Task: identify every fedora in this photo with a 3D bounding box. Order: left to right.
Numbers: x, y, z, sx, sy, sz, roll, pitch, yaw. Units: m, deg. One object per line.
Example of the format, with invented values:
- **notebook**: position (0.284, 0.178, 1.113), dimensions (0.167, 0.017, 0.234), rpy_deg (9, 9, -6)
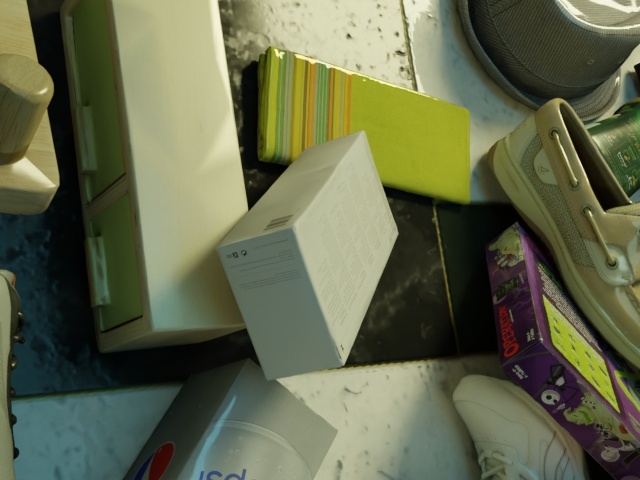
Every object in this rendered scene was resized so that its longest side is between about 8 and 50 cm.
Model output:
- **fedora**: position (0.280, -0.258, 0.970), dimensions (0.275, 0.124, 0.244), rpy_deg (-2, 78, -35)

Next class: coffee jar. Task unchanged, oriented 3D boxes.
- **coffee jar**: position (0.330, -0.096, 0.985), dimensions (0.184, 0.079, 0.096), rpy_deg (-25, 88, -36)

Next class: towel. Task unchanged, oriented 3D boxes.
- **towel**: position (0.046, -0.100, 0.831), dimensions (0.237, 0.021, 0.102), rpy_deg (10, 76, -33)

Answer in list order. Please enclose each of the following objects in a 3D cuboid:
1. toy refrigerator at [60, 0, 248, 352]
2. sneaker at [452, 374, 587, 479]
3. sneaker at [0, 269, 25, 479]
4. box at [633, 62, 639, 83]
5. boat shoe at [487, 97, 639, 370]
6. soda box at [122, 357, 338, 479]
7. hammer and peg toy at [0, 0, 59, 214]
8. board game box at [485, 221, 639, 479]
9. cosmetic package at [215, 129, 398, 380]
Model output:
- **toy refrigerator**: position (-0.123, -0.062, 0.652), dimensions (0.094, 0.102, 0.270), rpy_deg (-3, 79, -35)
- **sneaker**: position (0.181, 0.225, 0.787), dimensions (0.115, 0.090, 0.232), rpy_deg (-39, 96, -27)
- **sneaker**: position (-0.219, 0.080, 0.549), dimensions (0.108, 0.100, 0.272), rpy_deg (-18, 87, -42)
- **box**: position (0.530, -0.178, 1.108), dimensions (0.247, 0.142, 0.163), rpy_deg (-17, 88, -36)
- **boat shoe**: position (0.283, 0.001, 0.860), dimensions (0.109, 0.098, 0.302), rpy_deg (-11, 64, -52)
- **soda box**: position (-0.104, 0.220, 0.585), dimensions (0.091, 0.098, 0.286), rpy_deg (42, 57, -18)
- **hammer and peg toy**: position (-0.327, -0.141, 0.465), dimensions (0.361, 0.127, 0.266), rpy_deg (8, 47, -35)
- **board game box**: position (0.285, 0.155, 0.841), dimensions (0.347, 0.056, 0.208), rpy_deg (44, 28, -16)
- **cosmetic package**: position (0.000, 0.000, 0.662), dimensions (0.239, 0.060, 0.099), rpy_deg (-57, 128, -66)
